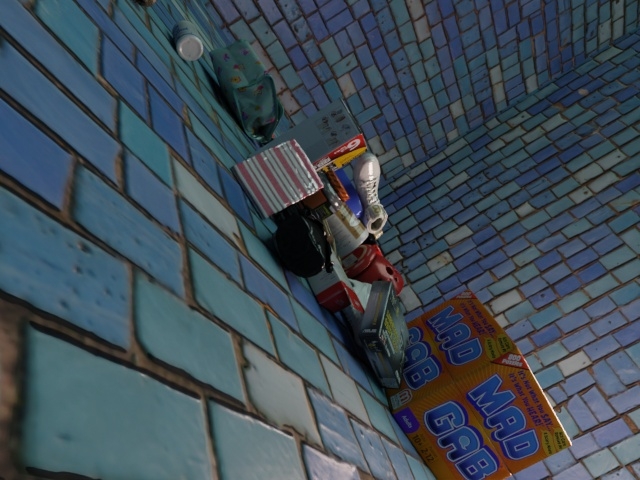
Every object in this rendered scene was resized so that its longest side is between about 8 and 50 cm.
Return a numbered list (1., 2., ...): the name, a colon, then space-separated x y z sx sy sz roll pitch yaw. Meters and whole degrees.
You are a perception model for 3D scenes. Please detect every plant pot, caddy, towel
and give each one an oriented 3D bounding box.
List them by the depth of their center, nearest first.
1. towel: -0.098 -0.148 1.127 0.144 0.197 0.029 58 -31 0
2. plant pot: 0.147 0.118 1.537 0.174 0.191 0.191 54 9 -16
3. caddy: 0.033 -0.128 1.832 0.241 0.179 0.341 83 -13 -46

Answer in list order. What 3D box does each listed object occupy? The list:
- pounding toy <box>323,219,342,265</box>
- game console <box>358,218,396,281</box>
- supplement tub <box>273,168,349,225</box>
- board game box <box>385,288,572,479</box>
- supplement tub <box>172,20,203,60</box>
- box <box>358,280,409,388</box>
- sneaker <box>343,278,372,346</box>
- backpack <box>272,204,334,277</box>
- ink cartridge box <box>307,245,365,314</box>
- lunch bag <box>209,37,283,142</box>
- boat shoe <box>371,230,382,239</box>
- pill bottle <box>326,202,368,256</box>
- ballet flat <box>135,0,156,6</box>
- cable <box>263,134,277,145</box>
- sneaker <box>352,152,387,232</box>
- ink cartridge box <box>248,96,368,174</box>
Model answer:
1. pounding toy: -0.013 -0.007 1.389 0.181 0.094 0.206 46 23 -79
2. game console: 0.208 0.017 1.992 0.342 0.060 0.386 64 -1 -41
3. supplement tub: -0.027 -0.099 1.246 0.117 0.190 0.117 58 7 -12
4. board game box: 0.412 0.432 1.384 0.356 0.356 0.356 57 8 -17
5. supplement tub: -0.358 -0.537 1.279 0.071 0.071 0.107 50 11 -49
6. box: 0.174 0.249 1.249 0.183 0.056 0.231 -67 145 -44
7. sneaker: 0.093 0.199 1.343 0.115 0.090 0.232 25 32 -18
8. backpack: -0.038 0.006 1.057 0.182 0.115 0.152 -43 114 -83
9. ink cartridge box: 0.020 0.097 1.206 0.231 0.078 0.134 63 9 25
10. lunch bag: -0.231 -0.474 1.551 0.223 0.160 0.262 59 -10 31
11. boat shoe: 0.222 -0.036 1.902 0.050 0.045 0.135 59 4 -14
12. pill bottle: 0.036 -0.070 1.521 0.229 0.131 0.131 50 9 -8
13. ballet flat: -0.462 -0.651 1.141 0.084 0.058 0.250 -19 69 -46
14. cable: -0.152 -0.348 1.665 0.139 0.072 0.287 54 -10 -19
15. sneaker: 0.192 -0.160 1.724 0.292 0.108 0.169 87 -19 -47
16. ink cartridge box: -0.022 -0.257 1.444 0.130 0.309 0.272 60 8 8
